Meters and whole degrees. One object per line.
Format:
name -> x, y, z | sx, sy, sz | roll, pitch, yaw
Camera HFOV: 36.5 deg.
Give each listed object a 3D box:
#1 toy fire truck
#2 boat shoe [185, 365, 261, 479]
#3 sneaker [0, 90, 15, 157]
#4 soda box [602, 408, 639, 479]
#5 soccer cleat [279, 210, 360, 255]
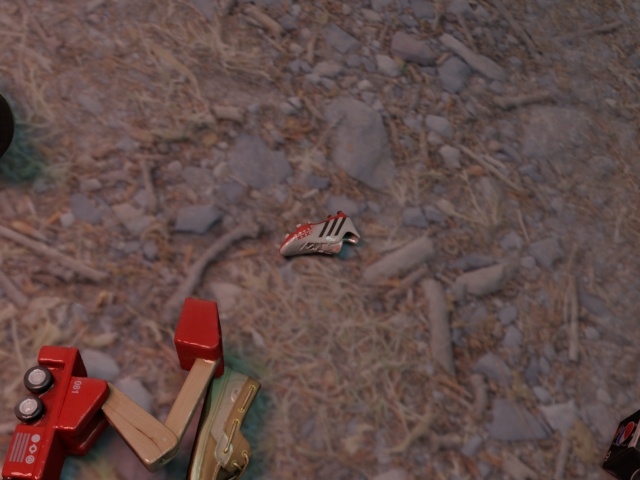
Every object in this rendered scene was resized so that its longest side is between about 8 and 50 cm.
toy fire truck -> -0.147, 0.129, 0.696 | 0.135, 0.047, 0.192 | 5, 54, 3
boat shoe -> -0.073, 0.156, 0.731 | 0.045, 0.050, 0.135 | 15, 54, -6
sneaker -> -0.415, -0.092, 0.730 | 0.330, 0.122, 0.146 | -14, 46, -28
soda box -> 0.338, 0.219, 0.853 | 0.169, 0.053, 0.060 | 35, 52, 3
soccer cleat -> 0.000, 0.000, 0.877 | 0.083, 0.029, 0.035 | -23, 65, -37
